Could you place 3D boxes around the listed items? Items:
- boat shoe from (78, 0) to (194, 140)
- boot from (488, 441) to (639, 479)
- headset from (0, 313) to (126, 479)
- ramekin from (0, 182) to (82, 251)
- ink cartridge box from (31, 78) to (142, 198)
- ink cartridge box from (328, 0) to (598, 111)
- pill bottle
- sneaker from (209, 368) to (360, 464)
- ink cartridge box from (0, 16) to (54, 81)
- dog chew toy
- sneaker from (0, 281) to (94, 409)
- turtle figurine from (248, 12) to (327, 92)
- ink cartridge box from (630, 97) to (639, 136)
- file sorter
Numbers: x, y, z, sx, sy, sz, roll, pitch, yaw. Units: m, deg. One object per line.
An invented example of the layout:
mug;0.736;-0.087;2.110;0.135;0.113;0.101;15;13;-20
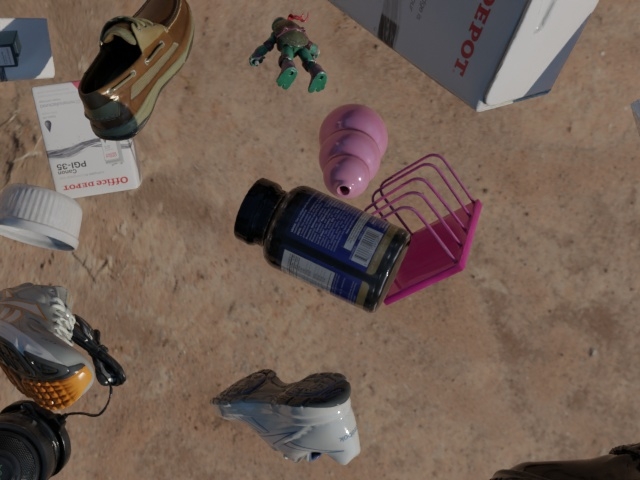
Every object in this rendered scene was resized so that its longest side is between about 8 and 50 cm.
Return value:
boat shoe;-0.314;-0.325;1.202;0.120;0.122;0.324;66;33;-55
boot;0.434;0.336;1.001;0.260;0.348;0.131;-28;95;-33
headset;-0.456;0.287;0.998;0.394;0.243;0.185;-36;93;-5
ramekin;-0.662;-0.055;1.643;0.207;0.207;0.109;17;76;-22
ink cartridge box;-0.575;-0.258;1.749;0.207;0.117;0.283;-10;106;-7
ink cartridge box;0.157;-0.388;0.862;0.166;0.395;0.286;-19;143;-37
pill bottle;0.000;0.000;0.945;0.219;0.123;0.123;25;94;10
sneaker;-0.062;0.270;1.047;0.111;0.297;0.129;-28;104;-39
ink cartridge box;-0.657;-0.340;1.259;0.273;0.198;0.115;-26;119;-54
dog chew toy;0.085;-0.245;2.008;0.206;0.332;0.207;6;134;6
sneaker;-0.320;0.098;0.797;0.121;0.262;0.099;-39;128;-35
turtle figurine;-0.073;-0.426;1.559;0.175;0.234;0.118;-11;140;-15
ink cartridge box;0.487;-0.144;0.814;0.190;0.140;0.082;-30;142;18
file sorter;0.207;-0.039;1.550;0.202;0.291;0.182;-30;106;33
